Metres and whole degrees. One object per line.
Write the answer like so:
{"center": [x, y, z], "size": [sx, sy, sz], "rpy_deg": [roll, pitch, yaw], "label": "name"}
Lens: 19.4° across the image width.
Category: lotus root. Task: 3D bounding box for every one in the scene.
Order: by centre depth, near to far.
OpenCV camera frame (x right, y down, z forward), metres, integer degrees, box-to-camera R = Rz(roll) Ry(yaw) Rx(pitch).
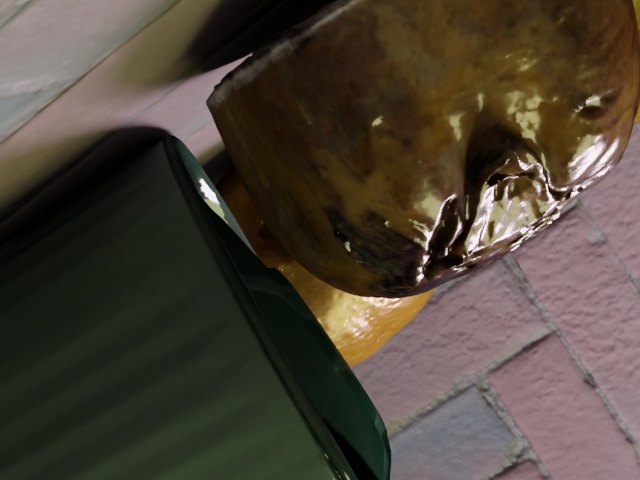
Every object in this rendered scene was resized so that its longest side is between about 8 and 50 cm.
{"center": [0.074, -0.081, 1.050], "size": [0.272, 0.192, 0.272], "rpy_deg": [-27, 180, 0], "label": "lotus root"}

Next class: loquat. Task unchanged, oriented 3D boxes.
{"center": [0.000, 0.000, 1.517], "size": [0.238, 0.193, 0.238], "rpy_deg": [-39, 155, -22], "label": "loquat"}

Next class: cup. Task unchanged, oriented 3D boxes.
{"center": [-0.163, 0.151, 1.258], "size": [0.392, 0.310, 0.401], "rpy_deg": [-29, 174, 1], "label": "cup"}

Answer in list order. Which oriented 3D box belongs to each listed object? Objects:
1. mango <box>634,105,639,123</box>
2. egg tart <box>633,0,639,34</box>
{"center": [0.318, -0.199, 1.671], "size": [0.329, 0.176, 0.176], "rpy_deg": [-13, 150, 42], "label": "mango"}
{"center": [0.189, -0.181, 1.311], "size": [0.213, 0.090, 0.212], "rpy_deg": [-27, 147, -20], "label": "egg tart"}
